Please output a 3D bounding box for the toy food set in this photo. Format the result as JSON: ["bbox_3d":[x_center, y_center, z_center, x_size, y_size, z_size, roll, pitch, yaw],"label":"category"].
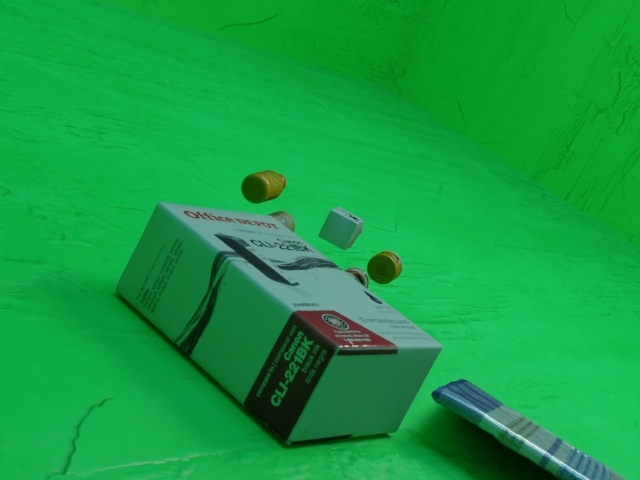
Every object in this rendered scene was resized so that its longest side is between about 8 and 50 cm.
[{"bbox_3d":[0.000,0.000,1.642,0.232,0.111,0.104,28,14,10],"label":"toy food set"}]

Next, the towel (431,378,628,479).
[{"bbox_3d":[0.254,0.239,1.372,0.285,0.034,0.209,31,3,13],"label":"towel"}]

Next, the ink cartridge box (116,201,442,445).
[{"bbox_3d":[-0.044,0.079,1.285,0.273,0.114,0.197,36,17,32],"label":"ink cartridge box"}]
